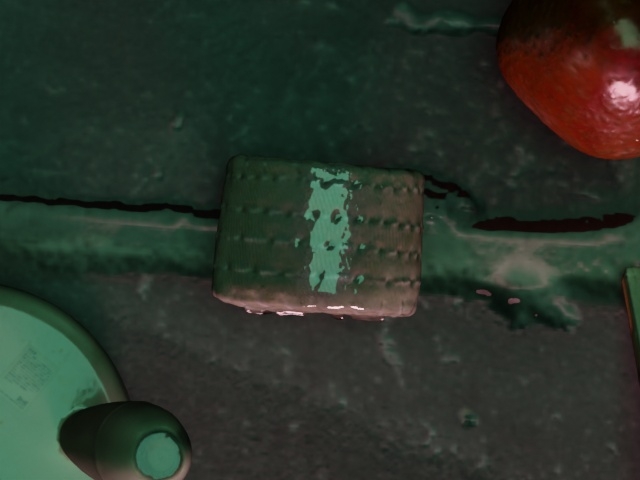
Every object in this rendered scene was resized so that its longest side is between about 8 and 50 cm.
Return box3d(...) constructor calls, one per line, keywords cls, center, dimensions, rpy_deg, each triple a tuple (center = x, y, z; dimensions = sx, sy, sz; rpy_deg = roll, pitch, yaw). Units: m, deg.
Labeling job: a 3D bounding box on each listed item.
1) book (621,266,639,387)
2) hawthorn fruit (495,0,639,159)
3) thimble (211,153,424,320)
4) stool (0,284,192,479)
box3d(cls="book", center=(0.294, 0.146, 1.173), dimensions=(0.201, 0.026, 0.289), rpy_deg=(-6, 73, -8))
box3d(cls="hawthorn fruit", center=(0.176, -0.115, 1.140), dimensions=(0.133, 0.138, 0.133), rpy_deg=(1, 86, -8))
box3d(cls="thimble", center=(0.000, 0.000, 1.130), dimensions=(0.115, 0.102, 0.090), rpy_deg=(4, 89, 20))
box3d(cls="stool", center=(-0.185, 0.121, 1.051), dimensions=(0.195, 0.199, 0.195), rpy_deg=(37, 83, -9))
